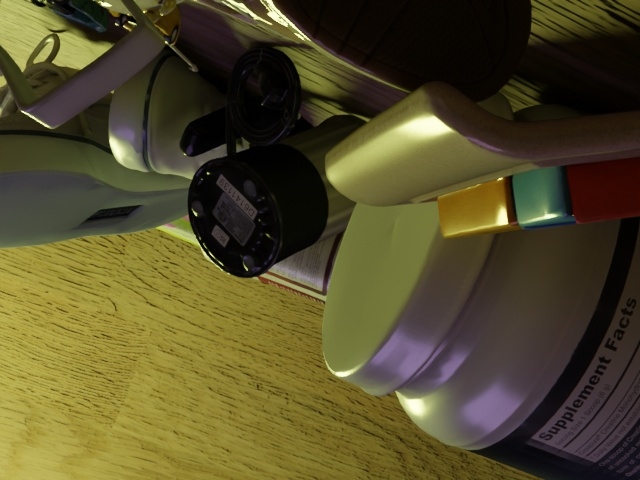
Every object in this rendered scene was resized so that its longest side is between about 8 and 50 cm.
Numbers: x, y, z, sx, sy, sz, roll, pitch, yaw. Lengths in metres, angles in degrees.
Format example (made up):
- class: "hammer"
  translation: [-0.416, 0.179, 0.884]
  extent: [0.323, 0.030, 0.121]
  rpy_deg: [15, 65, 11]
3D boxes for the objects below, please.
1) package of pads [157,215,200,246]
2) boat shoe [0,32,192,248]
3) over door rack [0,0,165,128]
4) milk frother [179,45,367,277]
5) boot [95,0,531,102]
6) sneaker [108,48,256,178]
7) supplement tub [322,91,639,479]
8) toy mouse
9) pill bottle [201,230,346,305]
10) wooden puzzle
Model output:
- class: "package of pads"
  translation: [-0.154, -0.056, 1.449]
  extent: [0.229, 0.101, 0.297]
  rpy_deg: [18, 175, 45]
- class: "boat shoe"
  translation: [-0.218, -0.093, 1.053]
  extent: [0.136, 0.156, 0.367]
  rpy_deg: [-31, 169, 26]
- class: "over door rack"
  translation: [-0.236, -0.149, 0.396]
  extent: [0.324, 0.108, 0.239]
  rpy_deg: [37, -178, 21]
- class: "milk frother"
  translation: [-0.011, -0.065, 0.868]
  extent: [0.135, 0.129, 0.143]
  rpy_deg: [-26, 173, -47]
- class: "boot"
  translation: [-0.034, -0.115, 0.492]
  extent: [0.213, 0.077, 0.165]
  rpy_deg: [28, 173, -11]
- class: "sneaker"
  translation: [-0.087, -0.090, 0.978]
  extent: [0.091, 0.094, 0.258]
  rpy_deg: [10, -179, 11]
- class: "supplement tub"
  translation: [0.158, 0.042, 0.690]
  extent: [0.272, 0.191, 0.191]
  rpy_deg: [23, 175, -14]
- class: "toy mouse"
  translation: [-0.152, -0.159, 0.756]
  extent: [0.143, 0.031, 0.161]
  rpy_deg: [20, 174, 12]
- class: "pill bottle"
  translation: [0.000, 0.000, 1.278]
  extent: [0.221, 0.121, 0.121]
  rpy_deg: [20, 175, 16]
- class: "wooden puzzle"
  translation: [0.134, -0.027, 0.479]
  extent: [0.239, 0.044, 0.221]
  rpy_deg: [-2, 178, -9]
